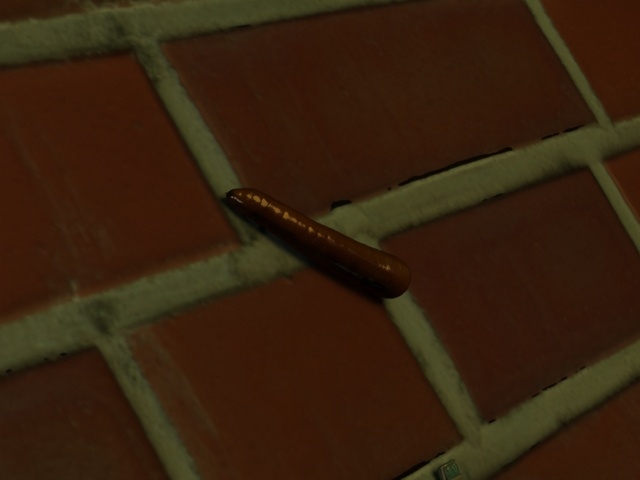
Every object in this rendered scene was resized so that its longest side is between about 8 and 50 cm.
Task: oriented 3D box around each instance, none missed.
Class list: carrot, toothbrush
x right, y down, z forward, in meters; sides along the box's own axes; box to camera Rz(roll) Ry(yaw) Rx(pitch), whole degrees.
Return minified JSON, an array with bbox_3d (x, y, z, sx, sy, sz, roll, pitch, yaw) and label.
[{"bbox_3d":[0.000,0.000,1.460,0.190,0.037,0.037,29,41,-32],"label":"carrot"},{"bbox_3d":[0.054,0.197,1.372,0.204,0.017,0.022,-9,79,-55],"label":"toothbrush"}]
